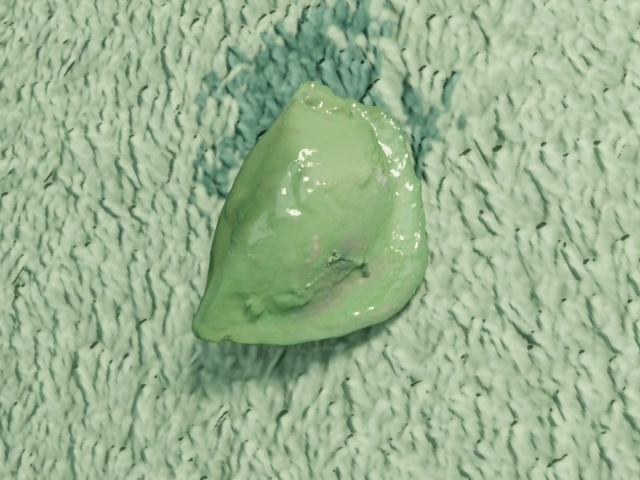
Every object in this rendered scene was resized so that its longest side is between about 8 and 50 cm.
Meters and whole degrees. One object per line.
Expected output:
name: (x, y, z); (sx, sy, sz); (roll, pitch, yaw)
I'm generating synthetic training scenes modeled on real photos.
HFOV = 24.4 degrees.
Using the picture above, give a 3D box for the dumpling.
dumpling: (-0.008, -0.005, 1.085); (0.149, 0.105, 0.217); (28, 85, 31)
